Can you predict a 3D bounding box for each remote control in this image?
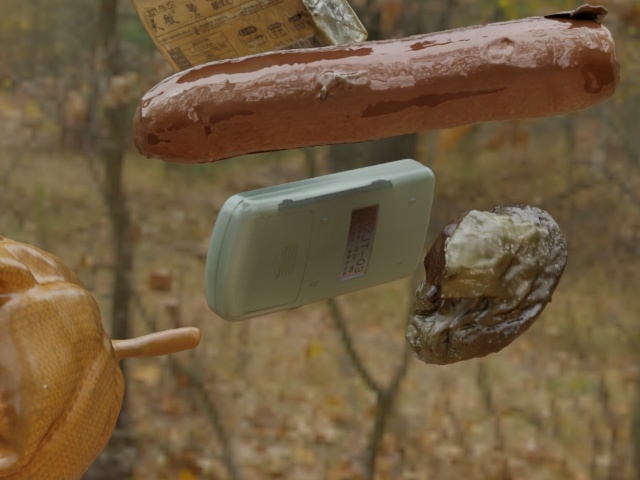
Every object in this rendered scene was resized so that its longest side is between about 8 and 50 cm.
[{"bbox_3d":[0.000,0.000,1.965,0.296,0.140,0.056,-13,31,-43],"label":"remote control"}]

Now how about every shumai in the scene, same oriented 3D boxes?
[{"bbox_3d":[0.118,0.018,1.439,0.139,0.105,0.123,-30,27,-24],"label":"shumai"}]

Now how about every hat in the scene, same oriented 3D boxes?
[{"bbox_3d":[-0.167,0.085,1.051,0.233,0.244,0.233,-13,-30,-27],"label":"hat"}]

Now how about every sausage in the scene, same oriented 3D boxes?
[{"bbox_3d":[0.046,-0.130,1.617,0.419,0.094,0.094,-8,-37,0],"label":"sausage"}]

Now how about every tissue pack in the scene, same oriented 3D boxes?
[{"bbox_3d":[-0.083,-0.249,2.105,0.222,0.186,0.090,-17,28,39],"label":"tissue pack"}]
